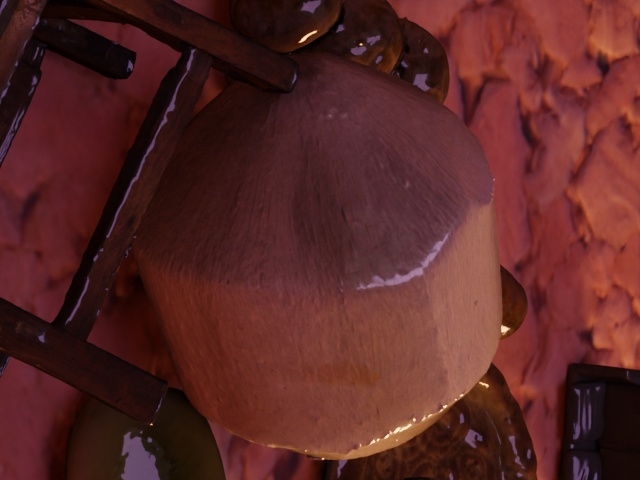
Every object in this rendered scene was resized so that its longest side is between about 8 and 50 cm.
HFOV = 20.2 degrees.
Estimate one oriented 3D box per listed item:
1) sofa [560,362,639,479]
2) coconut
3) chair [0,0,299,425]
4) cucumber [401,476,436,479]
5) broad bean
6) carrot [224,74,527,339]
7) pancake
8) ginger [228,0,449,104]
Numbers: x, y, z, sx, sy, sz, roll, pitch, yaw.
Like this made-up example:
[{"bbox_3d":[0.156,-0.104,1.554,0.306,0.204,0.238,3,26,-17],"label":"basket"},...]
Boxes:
[{"bbox_3d":[0.251,0.181,1.548,0.060,0.085,0.147,3,92,-47],"label":"sofa"},{"bbox_3d":[0.000,0.000,1.173,0.237,0.237,0.266,-36,127,-35],"label":"coconut"},{"bbox_3d":[-0.245,-0.090,0.977,0.416,0.203,0.241,32,76,-42],"label":"chair"},{"bbox_3d":[-0.020,0.248,1.291,0.244,0.063,0.115,-21,142,-29],"label":"cucumber"},{"bbox_3d":[-0.116,0.184,1.201,0.124,0.082,0.174,12,87,-42],"label":"broad bean"},{"bbox_3d":[0.040,-0.021,1.345,0.342,0.070,0.070,39,68,-34],"label":"carrot"},{"bbox_3d":[0.085,0.198,1.428,0.250,0.031,0.250,-6,98,-43],"label":"pancake"},{"bbox_3d":[0.017,-0.140,1.298,0.204,0.080,0.104,35,76,-42],"label":"ginger"}]
